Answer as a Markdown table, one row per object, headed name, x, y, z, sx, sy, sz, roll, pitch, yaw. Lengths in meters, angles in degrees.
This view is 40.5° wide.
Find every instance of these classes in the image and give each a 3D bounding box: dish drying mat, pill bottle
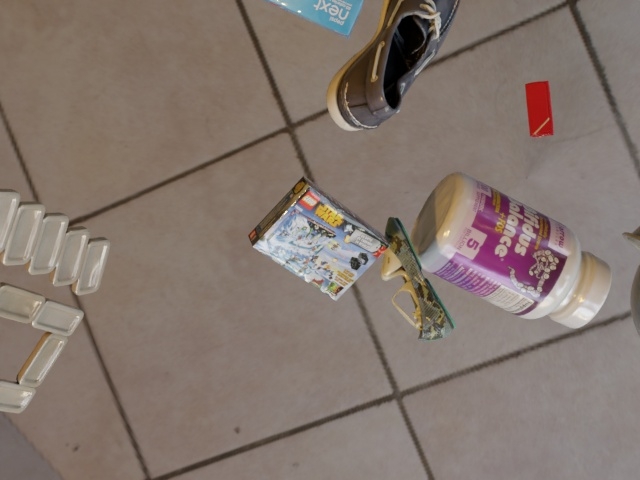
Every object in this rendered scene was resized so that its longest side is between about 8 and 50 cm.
| name | x | y | z | sx | sy | sz | roll | pitch | yaw |
| --- | --- | --- | --- | --- | --- | --- | --- | --- | --- |
| dish drying mat | 0.294 | -0.177 | 1.167 | 0.032 | 0.008 | 0.083 | -7 | 66 | 17 |
| pill bottle | 0.309 | 0.025 | 1.404 | 0.302 | 0.169 | 0.169 | 26 | 100 | -11 |

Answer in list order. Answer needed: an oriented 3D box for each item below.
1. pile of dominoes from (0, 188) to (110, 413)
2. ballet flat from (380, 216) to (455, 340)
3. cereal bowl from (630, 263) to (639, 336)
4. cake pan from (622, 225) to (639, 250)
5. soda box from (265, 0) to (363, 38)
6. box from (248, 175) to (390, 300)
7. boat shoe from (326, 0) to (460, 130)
| name | x | y | z | sx | sy | sz | roll | pitch | yaw |
| --- | --- | --- | --- | --- | --- | --- | --- | --- | --- |
| pile of dominoes | -0.298 | 0.043 | 0.743 | 0.040 | 0.251 | 0.196 | 32 | 87 | 28 |
| ballet flat | 0.121 | 0.056 | 1.222 | 0.070 | 0.070 | 0.188 | -31 | 73 | 14 |
| cereal bowl | 0.771 | 0.106 | 1.663 | 0.339 | 0.141 | 0.338 | -7 | 66 | 17 |
| cake pan | 0.585 | 0.044 | 1.264 | 0.293 | 0.293 | 0.054 | 31 | 95 | 9 |
| soda box | -0.031 | -0.441 | 1.565 | 0.210 | 0.067 | 0.071 | 24 | 97 | 0 |
| box | 0.000 | 0.000 | 0.975 | 0.094 | 0.027 | 0.137 | -46 | 125 | 13 |
| boat shoe | 0.084 | -0.177 | 0.767 | 0.075 | 0.065 | 0.206 | 49 | 62 | -28 |
